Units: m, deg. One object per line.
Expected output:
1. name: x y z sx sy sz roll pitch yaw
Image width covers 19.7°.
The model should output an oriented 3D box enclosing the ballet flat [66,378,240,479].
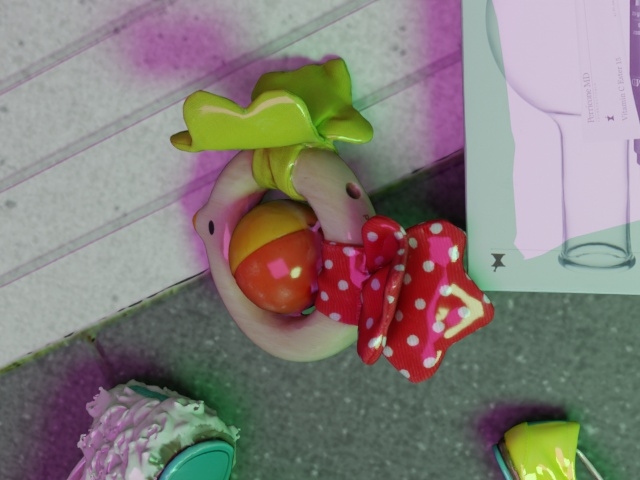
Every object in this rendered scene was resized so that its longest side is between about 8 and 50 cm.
1. ballet flat: -0.167 0.292 1.465 0.147 0.147 0.408 19 107 7

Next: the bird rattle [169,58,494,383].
1. bird rattle: 0.000 0.000 1.310 0.253 0.143 0.207 55 136 10

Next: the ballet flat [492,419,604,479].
1. ballet flat: 0.201 0.238 1.376 0.077 0.077 0.231 -21 100 2

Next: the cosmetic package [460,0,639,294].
1. cosmetic package: 0.285 -0.107 1.234 0.377 0.097 0.284 1 110 13
